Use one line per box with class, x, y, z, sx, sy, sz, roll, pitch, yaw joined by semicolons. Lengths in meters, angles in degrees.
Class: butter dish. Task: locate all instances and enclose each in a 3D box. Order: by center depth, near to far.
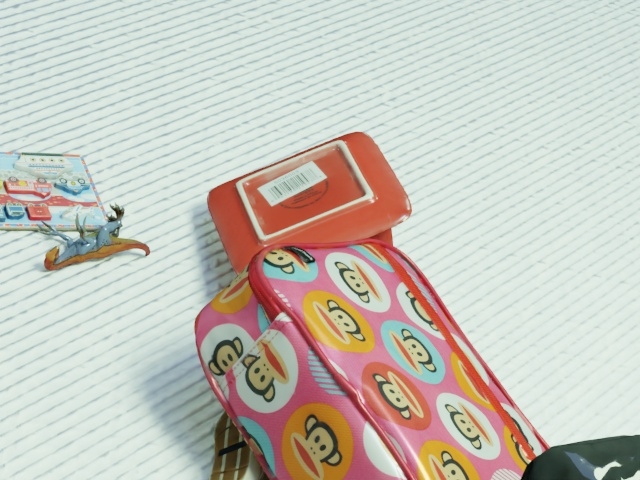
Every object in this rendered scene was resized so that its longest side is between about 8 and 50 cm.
butter dish;0.000;0.000;1.493;0.160;0.118;0.160;-23;36;-3

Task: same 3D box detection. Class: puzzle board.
puzzle board;-0.252;-0.045;1.475;0.128;0.011;0.096;1;44;-31

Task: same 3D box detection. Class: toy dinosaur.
toy dinosaur;-0.192;0.005;1.430;0.090;0.047;0.082;41;60;-9

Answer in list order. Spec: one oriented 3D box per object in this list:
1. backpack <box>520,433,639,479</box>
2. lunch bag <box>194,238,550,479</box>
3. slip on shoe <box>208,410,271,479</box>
backpack;0.249;0.340;1.099;0.273;0.290;0.355;-3;50;-10
lunch bag;0.061;0.136;1.332;0.258;0.120;0.293;-2;52;-56
slip on shoe;-0.053;0.165;1.323;0.041;0.051;0.135;59;18;-25
